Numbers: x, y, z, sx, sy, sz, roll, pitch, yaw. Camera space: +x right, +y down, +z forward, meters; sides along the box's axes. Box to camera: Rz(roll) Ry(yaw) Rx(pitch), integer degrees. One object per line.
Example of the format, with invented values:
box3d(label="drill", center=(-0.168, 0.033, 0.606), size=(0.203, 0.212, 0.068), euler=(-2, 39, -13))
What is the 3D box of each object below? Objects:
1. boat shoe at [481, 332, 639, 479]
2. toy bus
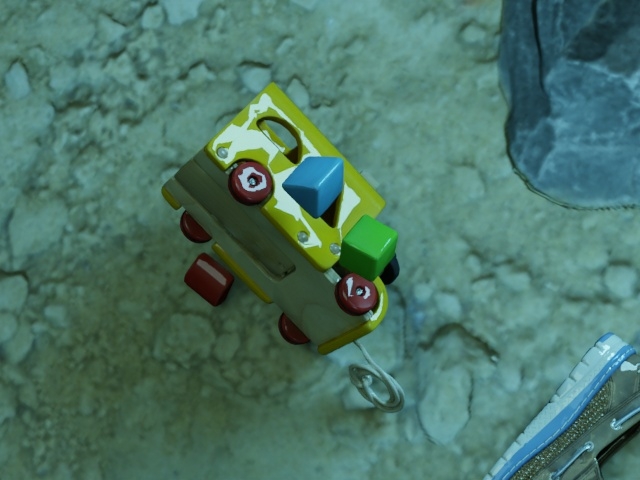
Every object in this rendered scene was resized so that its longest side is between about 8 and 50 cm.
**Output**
box3d(label="boat shoe", center=(0.151, 0.146, 0.827), size=(0.066, 0.066, 0.183), euler=(37, 90, 23))
box3d(label="toy bus", center=(-0.006, -0.010, 0.901), size=(0.191, 0.202, 0.104), euler=(21, 53, 30))
